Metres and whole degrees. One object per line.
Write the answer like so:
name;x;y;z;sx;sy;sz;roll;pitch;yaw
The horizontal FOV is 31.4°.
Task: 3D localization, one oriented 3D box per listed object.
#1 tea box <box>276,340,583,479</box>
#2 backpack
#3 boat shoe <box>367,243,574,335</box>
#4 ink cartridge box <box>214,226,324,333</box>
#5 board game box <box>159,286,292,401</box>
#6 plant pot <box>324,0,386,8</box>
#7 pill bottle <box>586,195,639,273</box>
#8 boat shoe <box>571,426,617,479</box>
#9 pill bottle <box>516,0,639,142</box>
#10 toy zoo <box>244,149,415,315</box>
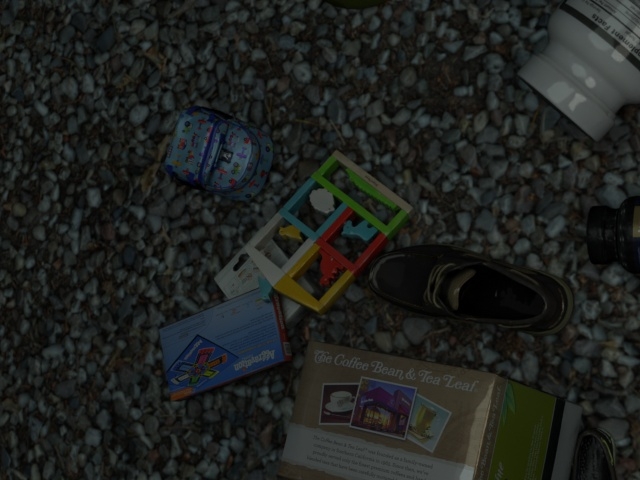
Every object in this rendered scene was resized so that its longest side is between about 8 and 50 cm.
tea box;0.171;0.302;1.723;0.329;0.323;0.220;7;78;38
backpack;-0.182;-0.157;2.116;0.173;0.117;0.158;23;93;23
boat shoe;0.235;0.070;1.874;0.355;0.130;0.132;7;85;26
ink cartridge box;-0.097;0.087;2.085;0.145;0.045;0.179;-47;57;12
board game box;-0.177;0.189;2.076;0.281;0.027;0.145;-23;70;32
plant pot;0.021;-0.583;1.986;0.274;0.293;0.275;-4;80;24
pill bottle;0.529;-0.009;1.753;0.219;0.123;0.123;-1;82;25
boat shoe;0.426;0.406;1.766;0.081;0.068;0.228;-8;79;24
pill bottle;0.489;-0.346;1.777;0.210;0.210;0.363;45;102;24
toy zoo;0.000;0.000;2.005;0.192;0.030;0.293;38;81;25
